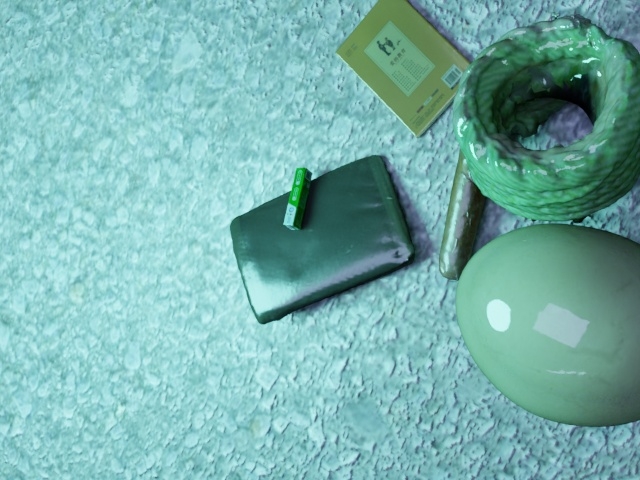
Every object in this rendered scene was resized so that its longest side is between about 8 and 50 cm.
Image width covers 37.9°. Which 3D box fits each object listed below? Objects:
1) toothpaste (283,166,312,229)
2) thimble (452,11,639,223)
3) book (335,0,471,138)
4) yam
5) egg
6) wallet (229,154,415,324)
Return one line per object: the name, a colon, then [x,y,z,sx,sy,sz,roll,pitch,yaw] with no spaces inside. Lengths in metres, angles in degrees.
toothpaste: [-0.030,-0.057,1.254,0.017,0.020,0.083,4,74,29]
thimble: [0.261,-0.134,1.043,0.219,0.150,0.219,-8,66,18]
book: [0.111,-0.234,1.224,0.118,0.012,0.172,-47,71,19]
yam: [0.189,-0.076,1.167,0.046,0.046,0.264,13,94,26]
egg: [0.279,0.092,1.026,0.269,0.219,0.219,16,97,31]
wallet: [0.000,0.000,1.259,0.245,0.052,0.169,-23,70,19]
